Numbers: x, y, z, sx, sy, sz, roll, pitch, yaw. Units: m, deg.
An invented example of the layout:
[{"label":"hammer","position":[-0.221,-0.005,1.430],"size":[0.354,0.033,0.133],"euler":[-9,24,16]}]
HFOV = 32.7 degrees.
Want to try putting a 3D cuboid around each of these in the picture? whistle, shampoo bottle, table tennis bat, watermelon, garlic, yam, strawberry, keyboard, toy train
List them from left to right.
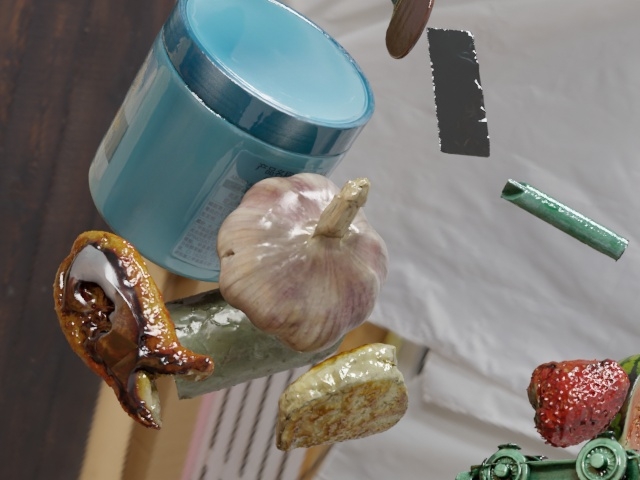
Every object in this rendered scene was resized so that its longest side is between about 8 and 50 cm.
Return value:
[{"label":"shampoo bottle","position":[-0.143,-0.158,1.672],"size":[0.331,0.331,0.342],"euler":[-9,143,-49]},{"label":"yam","position":[-0.112,0.146,1.777],"size":[0.304,0.168,0.168],"euler":[-14,126,-18]},{"label":"garlic","position":[0.000,0.000,1.435],"size":[0.245,0.245,0.253],"euler":[-27,169,-40]},{"label":"table tennis bat","position":[0.152,-0.424,1.992],"size":[0.021,0.274,0.154],"euler":[19,116,-19]},{"label":"keyboard","position":[0.184,-0.201,1.478],"size":[0.074,0.196,0.015],"euler":[1,156,-13]},{"label":"whistle","position":[0.339,-0.031,1.527],"size":[0.039,0.186,0.039],"euler":[-59,174,-11]},{"label":"toy train","position":[0.284,0.310,1.253],"size":[0.115,0.270,0.154],"euler":[34,52,-51]},{"label":"strawberry","position":[0.236,0.144,1.003],"size":[0.096,0.083,0.083],"euler":[-35,148,16]},{"label":"watermelon","position":[0.396,0.198,1.393],"size":[0.069,0.087,0.163],"euler":[82,32,-66]}]

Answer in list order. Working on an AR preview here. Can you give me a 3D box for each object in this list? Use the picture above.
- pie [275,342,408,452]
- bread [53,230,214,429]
[{"label":"pie","position":[0.023,0.206,1.407],"size":[0.179,0.084,0.205],"euler":[-13,146,-14]},{"label":"bread","position":[-0.240,0.106,1.357],"size":[0.139,0.269,0.095],"euler":[-44,163,12]}]
